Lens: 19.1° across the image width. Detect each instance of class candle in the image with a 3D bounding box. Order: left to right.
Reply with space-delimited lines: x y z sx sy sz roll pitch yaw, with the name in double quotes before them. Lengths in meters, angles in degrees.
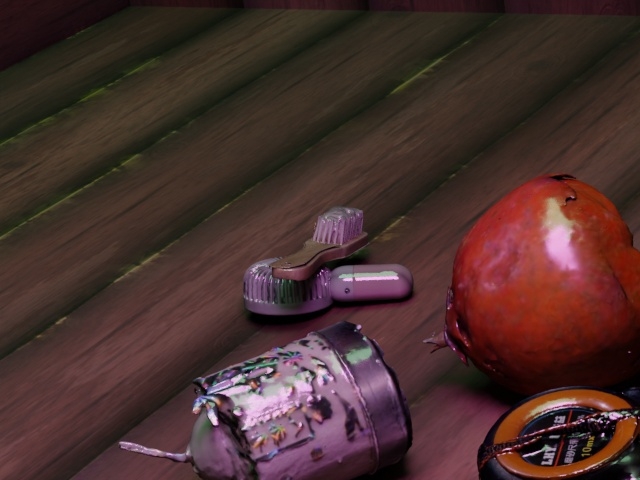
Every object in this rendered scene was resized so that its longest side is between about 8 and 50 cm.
"candle" -0.063 0.222 2.218 0.330 0.187 0.187 -20 24 -18

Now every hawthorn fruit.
"hawthorn fruit" 0.266 0.077 2.352 0.307 0.276 0.276 -30 18 17

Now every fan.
"fan" 0.011 0.066 2.712 0.244 0.074 0.130 -2 12 6

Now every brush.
"brush" 0.000 0.000 2.703 0.070 0.065 0.327 7 13 17

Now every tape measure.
"tape measure" 0.284 0.251 2.071 0.222 0.135 0.202 -4 33 21
